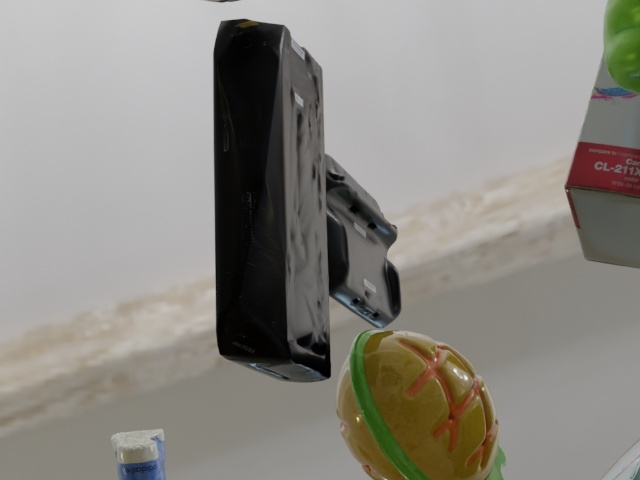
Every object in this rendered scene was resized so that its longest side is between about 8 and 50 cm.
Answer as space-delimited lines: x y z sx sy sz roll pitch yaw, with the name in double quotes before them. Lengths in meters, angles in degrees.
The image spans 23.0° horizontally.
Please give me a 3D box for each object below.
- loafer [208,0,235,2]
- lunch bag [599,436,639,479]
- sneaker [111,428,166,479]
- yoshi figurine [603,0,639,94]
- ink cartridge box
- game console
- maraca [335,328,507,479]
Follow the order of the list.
"loafer" -0.005 -0.196 0.352 0.112 0.319 0.111 -26 -51 39
"lunch bag" 0.289 0.129 1.033 0.279 0.108 0.224 -40 -12 -28
"sneaker" -0.185 0.244 1.636 0.058 0.152 0.085 -6 -88 -8
"yoshi figurine" 0.203 -0.088 0.563 0.203 0.362 0.203 -17 -22 26
"ink cartridge box" 0.259 -0.083 1.269 0.072 0.175 0.127 10 -24 23
"game console" 0.000 0.000 1.089 0.044 0.213 0.361 -5 -13 16
"maraca" 0.079 0.131 1.083 0.099 0.127 0.185 -29 -48 26
